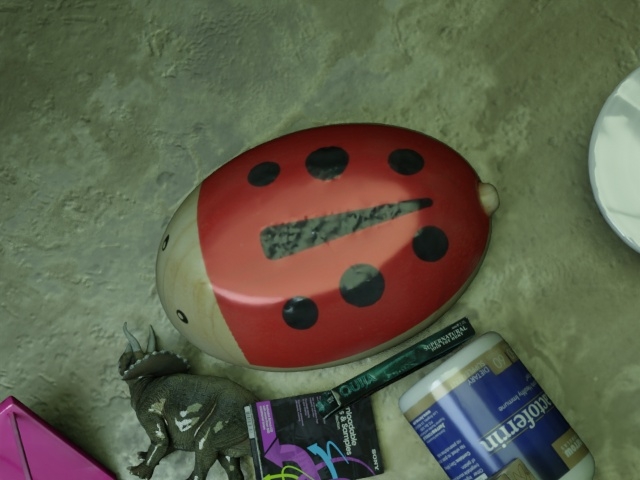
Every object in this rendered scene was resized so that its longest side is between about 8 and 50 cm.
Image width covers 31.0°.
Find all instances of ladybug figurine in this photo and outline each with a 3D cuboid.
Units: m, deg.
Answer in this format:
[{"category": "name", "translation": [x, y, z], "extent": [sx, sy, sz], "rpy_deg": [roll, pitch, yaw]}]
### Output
[{"category": "ladybug figurine", "translation": [0.000, 0.000, 1.421], "extent": [0.449, 0.162, 0.305], "rpy_deg": [-19, 80, 6]}]

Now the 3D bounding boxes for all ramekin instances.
[{"category": "ramekin", "translation": [0.456, -0.089, 1.379], "extent": [0.273, 0.127, 0.273], "rpy_deg": [-1, 82, 10]}]

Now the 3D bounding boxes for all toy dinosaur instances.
[{"category": "toy dinosaur", "translation": [-0.145, 0.229, 1.437], "extent": [0.313, 0.121, 0.160], "rpy_deg": [20, 92, 14]}]

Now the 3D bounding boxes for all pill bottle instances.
[{"category": "pill bottle", "translation": [0.225, 0.252, 1.357], "extent": [0.153, 0.153, 0.265], "rpy_deg": [-37, 79, 3]}]

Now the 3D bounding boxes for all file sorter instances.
[{"category": "file sorter", "translation": [-0.399, 0.380, 1.380], "extent": [0.290, 0.202, 0.182], "rpy_deg": [-40, 37, 2]}]

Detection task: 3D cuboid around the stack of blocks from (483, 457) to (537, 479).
[{"category": "stack of blocks", "translation": [0.134, 0.365, 1.299], "extent": [0.171, 0.087, 0.297], "rpy_deg": [51, 124, 8]}]

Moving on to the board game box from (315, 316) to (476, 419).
[{"category": "board game box", "translation": [0.087, 0.155, 1.378], "extent": [0.186, 0.126, 0.026], "rpy_deg": [-26, 80, -16]}]

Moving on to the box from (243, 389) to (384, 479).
[{"category": "box", "translation": [-0.007, 0.246, 1.420], "extent": [0.162, 0.029, 0.116], "rpy_deg": [-7, 80, -24]}]
